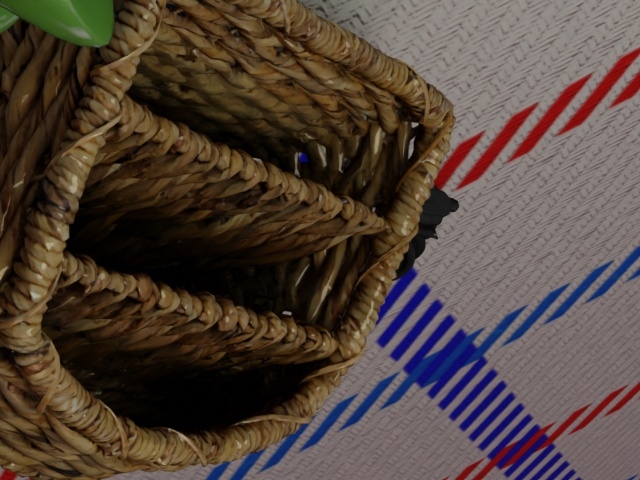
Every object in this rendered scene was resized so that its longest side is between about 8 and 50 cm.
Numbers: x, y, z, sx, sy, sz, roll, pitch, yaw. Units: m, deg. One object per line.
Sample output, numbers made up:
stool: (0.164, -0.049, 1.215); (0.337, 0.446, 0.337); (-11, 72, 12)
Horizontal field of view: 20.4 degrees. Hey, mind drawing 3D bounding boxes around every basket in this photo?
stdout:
basket: (-0.075, 0.007, 0.917); (0.223, 0.213, 0.299); (-14, 160, 27)

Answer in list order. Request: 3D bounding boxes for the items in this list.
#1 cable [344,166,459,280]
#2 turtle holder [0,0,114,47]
cable: (0.000, 0.000, 1.232); (0.184, 0.047, 0.150); (2, 149, -47)
turtle holder: (-0.202, -0.174, 0.500); (0.227, 0.243, 0.320); (-4, 173, 18)
